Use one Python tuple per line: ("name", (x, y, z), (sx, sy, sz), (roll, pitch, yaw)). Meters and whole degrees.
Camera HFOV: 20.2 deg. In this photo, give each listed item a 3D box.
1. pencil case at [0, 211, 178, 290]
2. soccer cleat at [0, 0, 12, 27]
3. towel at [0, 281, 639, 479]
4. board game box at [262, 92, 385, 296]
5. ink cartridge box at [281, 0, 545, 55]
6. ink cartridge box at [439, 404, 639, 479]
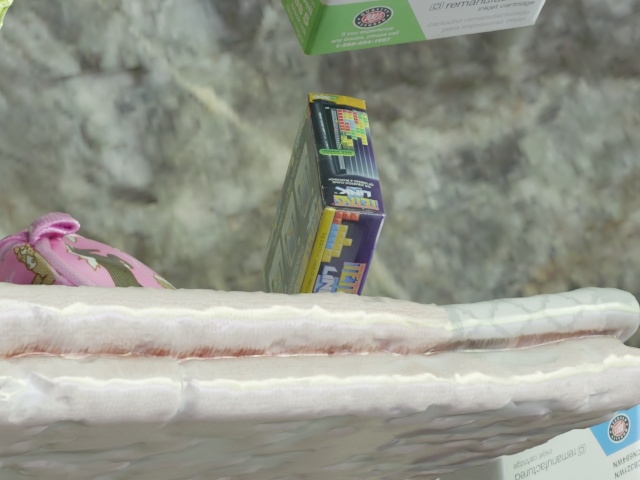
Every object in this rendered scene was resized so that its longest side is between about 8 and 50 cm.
("pencil case", (-0.209, 0.171, 1.099), (0.386, 0.160, 0.167), (-55, -37, 7))
("soccer cleat", (-0.260, -0.201, 1.342), (0.121, 0.289, 0.093), (4, -1, -1))
("towel", (-0.090, 0.081, 0.693), (0.317, 0.053, 0.332), (2, -20, -35))
("board game box", (0.000, 0.000, 1.329), (0.048, 0.141, 0.170), (6, -51, -13))
("ink cartridge box", (0.089, -0.268, 1.280), (0.198, 0.114, 0.273), (-10, -30, -20))
("ink cartridge box", (0.146, 0.196, 1.183), (0.148, 0.203, 0.086), (-18, 15, -40))
